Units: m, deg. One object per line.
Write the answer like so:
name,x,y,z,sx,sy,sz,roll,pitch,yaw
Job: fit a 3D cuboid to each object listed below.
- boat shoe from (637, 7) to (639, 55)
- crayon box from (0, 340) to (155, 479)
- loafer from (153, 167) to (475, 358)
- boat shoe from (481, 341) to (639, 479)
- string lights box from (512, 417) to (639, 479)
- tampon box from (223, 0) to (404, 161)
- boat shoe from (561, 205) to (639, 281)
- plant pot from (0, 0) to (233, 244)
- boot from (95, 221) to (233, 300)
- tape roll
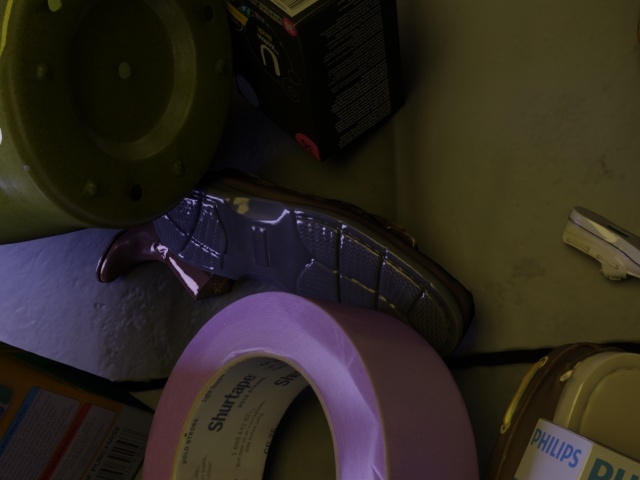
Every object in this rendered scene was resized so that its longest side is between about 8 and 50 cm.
boat shoe,0.279,-0.193,0.862,0.050,0.045,0.135,3,73,26
crayon box,-0.279,0.176,0.829,0.083,0.323,0.203,27,84,30
loafer,0.000,0.000,0.896,0.303,0.095,0.109,21,126,29
boat shoe,0.144,0.224,0.745,0.097,0.117,0.324,-167,96,-73
string lights box,0.148,0.255,0.657,0.133,0.077,0.259,25,87,-13
tampon box,-0.009,-0.172,0.910,0.101,0.161,0.120,-36,57,-18
boat shoe,0.225,0.013,0.824,0.100,0.035,0.035,35,116,27
plant pot,-0.274,-0.146,0.896,0.353,0.366,0.366,7,75,34
boot,-0.138,0.027,0.987,0.114,0.037,0.106,42,94,26
tape roll,-0.018,0.178,0.782,0.275,0.090,0.274,-19,64,46
